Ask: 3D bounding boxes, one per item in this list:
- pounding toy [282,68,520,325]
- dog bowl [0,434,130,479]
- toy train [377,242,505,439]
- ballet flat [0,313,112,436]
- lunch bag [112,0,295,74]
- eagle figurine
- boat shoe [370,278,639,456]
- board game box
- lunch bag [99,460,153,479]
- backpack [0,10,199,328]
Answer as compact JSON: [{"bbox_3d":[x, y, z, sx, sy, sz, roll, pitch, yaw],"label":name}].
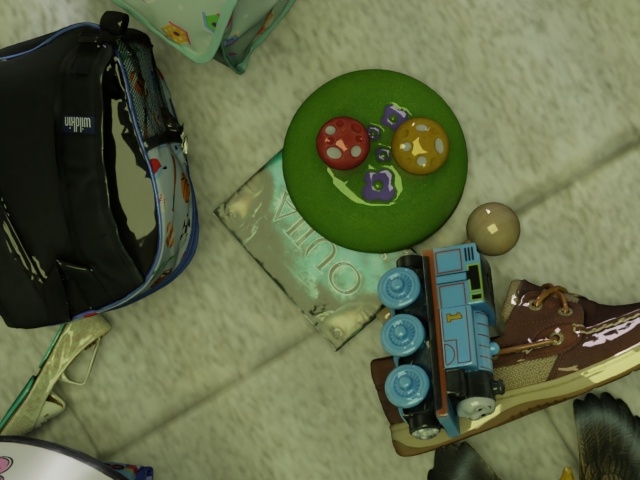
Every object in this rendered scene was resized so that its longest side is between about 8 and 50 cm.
[{"bbox_3d":[0.071,-0.062,1.825,0.183,0.110,0.237,-32,84,-8],"label":"pounding toy"},{"bbox_3d":[-0.278,0.389,1.711,0.408,0.150,0.408,9,111,24],"label":"dog bowl"},{"bbox_3d":[0.112,0.092,1.767,0.105,0.080,0.184,-10,63,13],"label":"toy train"},{"bbox_3d":[-0.265,0.143,1.907,0.052,0.057,0.168,32,93,-4],"label":"ballet flat"},{"bbox_3d":[-0.138,-0.279,1.794,0.223,0.262,0.160,37,93,5],"label":"lunch bag"},{"bbox_3d":[0.229,0.289,1.764,0.226,0.298,0.225,23,108,-11],"label":"eagle figurine"},{"bbox_3d":[0.210,0.093,1.824,0.342,0.123,0.123,-23,86,13],"label":"boat shoe"},{"bbox_3d":[0.000,0.000,1.893,0.126,0.026,0.186,-43,85,4],"label":"board game box"},{"bbox_3d":[-0.293,0.366,1.880,0.221,0.138,0.293,6,99,4],"label":"lunch bag"},{"bbox_3d":[-0.242,-0.054,1.828,0.276,0.213,0.263,-17,84,23],"label":"backpack"}]
